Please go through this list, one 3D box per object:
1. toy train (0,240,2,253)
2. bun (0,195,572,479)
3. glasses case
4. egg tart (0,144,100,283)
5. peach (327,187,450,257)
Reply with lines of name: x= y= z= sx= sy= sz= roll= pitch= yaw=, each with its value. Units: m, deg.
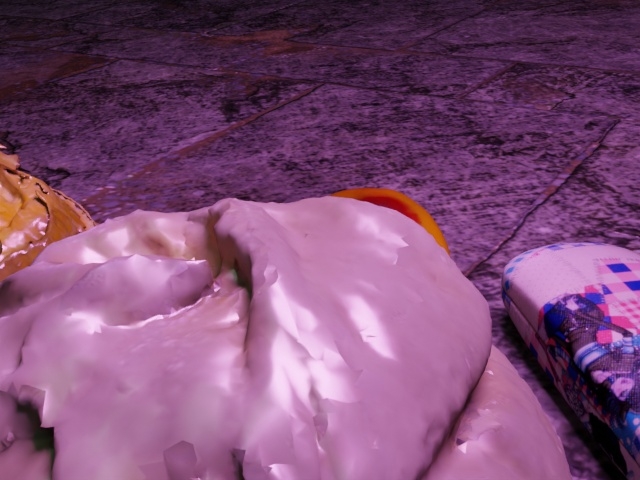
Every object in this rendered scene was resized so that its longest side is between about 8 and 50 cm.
toy train: x=-0.323 y=0.030 z=0.576 sx=0.189 sy=0.126 sz=0.307 roll=-26 pitch=71 yaw=-19
bun: x=-0.049 y=0.100 z=0.421 sx=0.365 sy=0.219 sz=0.365 roll=-4 pitch=30 yaw=2
glasses case: x=0.232 y=0.087 z=0.566 sx=0.125 sy=0.076 sz=0.327 roll=-9 pitch=27 yaw=-8
egg tart: x=-0.335 y=-0.006 z=0.742 sx=0.290 sy=0.107 sz=0.291 roll=6 pitch=36 yaw=-5
peach: x=0.040 y=0.019 z=0.679 sx=0.138 sy=0.138 sz=0.138 roll=-3 pitch=26 yaw=1
